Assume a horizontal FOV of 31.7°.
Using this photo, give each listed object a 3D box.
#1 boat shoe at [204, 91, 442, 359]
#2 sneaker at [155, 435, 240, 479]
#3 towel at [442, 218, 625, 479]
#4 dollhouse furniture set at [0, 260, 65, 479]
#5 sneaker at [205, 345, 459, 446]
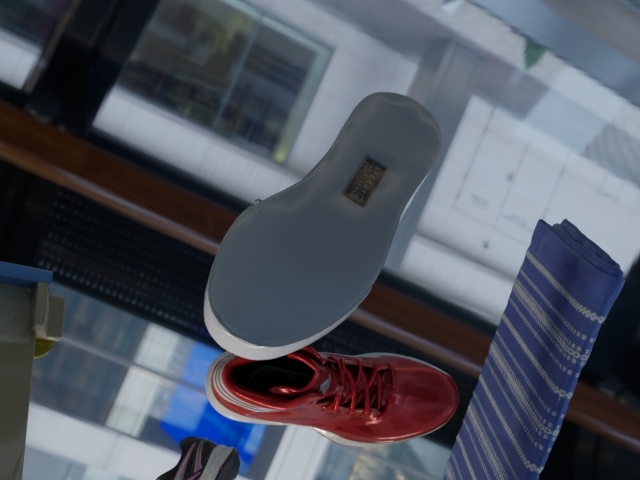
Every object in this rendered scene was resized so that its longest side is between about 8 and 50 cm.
[{"bbox_3d":[-0.003,-0.003,0.895,0.113,0.306,0.105,31,137,0],"label":"boat shoe"},{"bbox_3d":[-0.163,0.306,1.289,0.077,0.178,0.072,23,162,23],"label":"sneaker"},{"bbox_3d":[0.200,0.153,1.099,0.040,0.336,0.243,17,-169,-6],"label":"towel"},{"bbox_3d":[-0.357,0.164,0.834,0.303,0.286,0.198,11,155,-28],"label":"dollhouse furniture set"},{"bbox_3d":[0.019,0.129,0.928,0.221,0.087,0.128,1,172,-10],"label":"sneaker"}]
